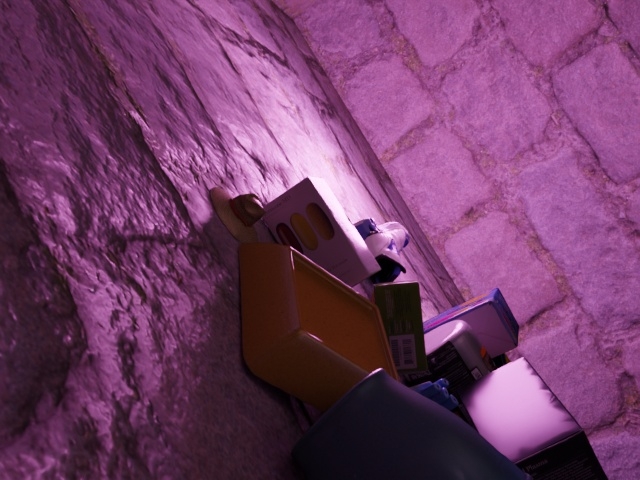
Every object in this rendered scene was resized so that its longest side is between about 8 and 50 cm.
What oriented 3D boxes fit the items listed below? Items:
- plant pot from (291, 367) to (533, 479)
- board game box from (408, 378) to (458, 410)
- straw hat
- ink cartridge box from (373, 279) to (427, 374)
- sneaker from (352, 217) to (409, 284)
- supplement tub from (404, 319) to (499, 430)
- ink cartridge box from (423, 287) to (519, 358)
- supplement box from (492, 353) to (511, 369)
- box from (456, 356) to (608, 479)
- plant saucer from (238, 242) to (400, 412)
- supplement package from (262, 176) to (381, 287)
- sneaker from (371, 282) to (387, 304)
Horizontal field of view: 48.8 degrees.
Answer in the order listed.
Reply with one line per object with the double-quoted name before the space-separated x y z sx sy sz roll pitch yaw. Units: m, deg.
"plant pot" 0.106 0.331 0.990 0.255 0.271 0.272 45 11 16
"board game box" 0.231 0.457 1.324 0.390 0.050 0.389 4 54 -56
"straw hat" -0.140 -0.060 1.348 0.144 0.061 0.144 52 16 -22
"ink cartridge box" 0.171 0.186 1.573 0.255 0.097 0.188 46 39 -87
"sneaker" 0.180 0.046 2.059 0.315 0.127 0.182 5 57 -63
"supplement tub" 0.361 0.385 1.740 0.338 0.207 0.207 57 15 -2
"ink cartridge box" 0.425 0.267 2.059 0.151 0.270 0.395 64 16 7
"supplement box" 0.535 0.516 2.045 0.356 0.194 0.195 56 15 -7
"box" 0.462 0.468 1.468 0.312 0.179 0.343 60 4 -14
"plant saucer" 0.014 0.155 1.224 0.333 0.081 0.332 35 24 -27
"supplement package" 0.000 0.000 1.518 0.244 0.139 0.134 57 14 6
"sneaker" 0.185 0.197 1.860 0.185 0.070 0.084 -98 160 -45
